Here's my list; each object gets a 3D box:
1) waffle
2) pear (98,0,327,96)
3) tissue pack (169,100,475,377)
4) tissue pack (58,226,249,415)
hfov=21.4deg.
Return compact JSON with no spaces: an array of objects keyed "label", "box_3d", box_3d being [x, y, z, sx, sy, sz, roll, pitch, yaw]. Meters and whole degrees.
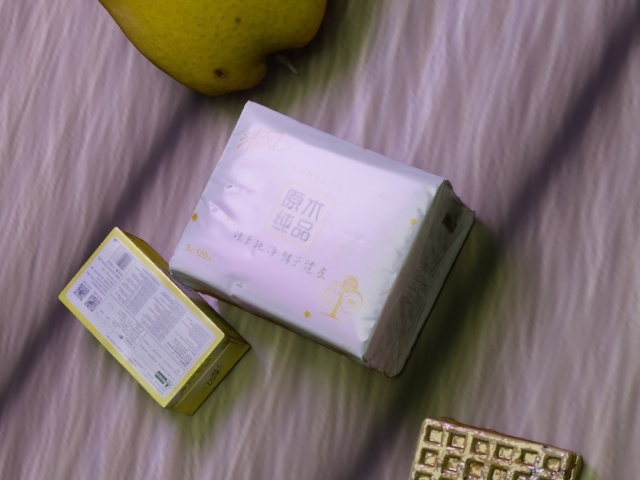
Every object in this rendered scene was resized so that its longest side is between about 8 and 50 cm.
[{"label":"waffle","box_3d":[0.151,0.219,1.505,0.148,0.042,0.102,13,80,25]},{"label":"pear","box_3d":[-0.124,-0.321,1.681,0.285,0.336,0.285,-10,27,5]},{"label":"tissue pack","box_3d":[0.000,0.000,1.588,0.225,0.124,0.185,23,83,26]},{"label":"tissue pack","box_3d":[-0.164,0.080,1.668,0.176,0.062,0.095,42,95,26]}]
